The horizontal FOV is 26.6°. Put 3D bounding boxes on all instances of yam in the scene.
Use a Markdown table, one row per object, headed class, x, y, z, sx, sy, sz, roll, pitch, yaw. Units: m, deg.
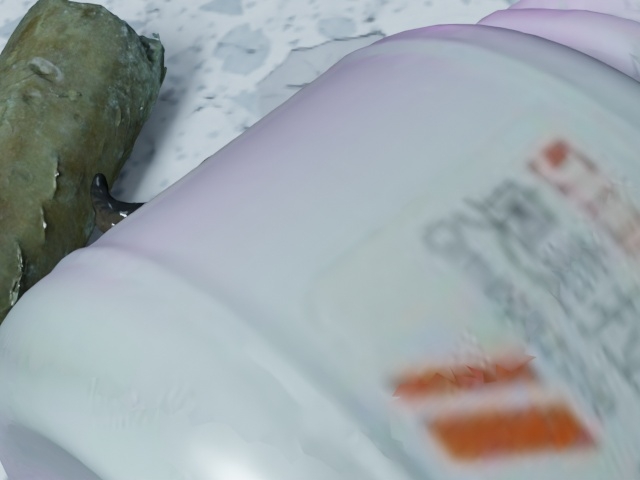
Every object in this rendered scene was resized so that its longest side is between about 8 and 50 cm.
| class | x | y | z | sx | sy | sz | roll | pitch | yaw |
| --- | --- | --- | --- | --- | --- | --- | --- | --- | --- |
| yam | -0.157 | -0.019 | 0.694 | 0.093 | 0.093 | 0.259 | 3 | 54 | 24 |

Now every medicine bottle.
| class | x | y | z | sx | sy | sz | roll | pitch | yaw |
| --- | --- | --- | --- | --- | --- | --- | --- | --- | --- |
| medicine bottle | 0.073 | 0.040 | 0.450 | 0.302 | 0.241 | 0.241 | -38 | 48 | -24 |

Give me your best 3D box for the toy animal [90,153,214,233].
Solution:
| class | x | y | z | sx | sy | sz | roll | pitch | yaw |
| --- | --- | --- | --- | --- | --- | --- | --- | --- | --- |
| toy animal | 0.000 | 0.000 | 0.636 | 0.233 | 0.084 | 0.148 | -8 | 37 | 13 |
